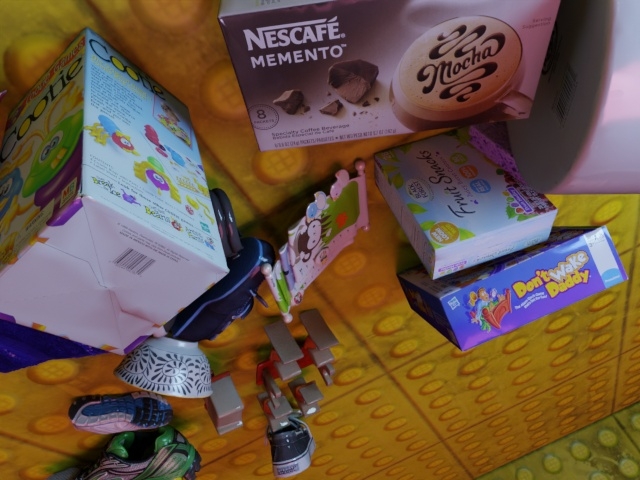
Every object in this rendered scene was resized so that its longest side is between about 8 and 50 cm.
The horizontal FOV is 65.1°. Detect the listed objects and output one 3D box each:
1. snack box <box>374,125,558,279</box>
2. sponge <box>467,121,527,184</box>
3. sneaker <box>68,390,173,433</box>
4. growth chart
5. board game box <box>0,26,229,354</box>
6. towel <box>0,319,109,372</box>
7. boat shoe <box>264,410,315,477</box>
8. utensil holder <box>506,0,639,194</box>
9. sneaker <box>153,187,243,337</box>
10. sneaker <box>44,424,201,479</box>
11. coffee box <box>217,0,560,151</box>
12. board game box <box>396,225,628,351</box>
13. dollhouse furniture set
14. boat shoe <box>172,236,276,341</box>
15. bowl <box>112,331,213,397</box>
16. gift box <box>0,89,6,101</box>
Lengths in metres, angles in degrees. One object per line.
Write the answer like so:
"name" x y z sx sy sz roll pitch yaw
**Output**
"snack box" 0.193 -0.063 0.712 0.174 0.207 0.070 -17 137 -6
"sponge" 0.330 -0.158 0.714 0.210 0.117 0.031 -25 141 -17
"sneaker" -0.391 0.346 0.988 0.190 0.071 0.083 9 136 -20
"growth chart" 0.000 0.000 0.761 0.237 0.021 0.172 -47 147 -17
"board game box" -0.211 -0.055 0.490 0.142 0.275 0.144 -38 136 16
"towel" -0.396 0.103 0.645 0.308 0.076 0.227 -18 144 28
"boat shoe" -0.079 0.460 1.177 0.113 0.105 0.306 -14 170 1
"utensil holder" 0.426 -0.209 0.523 0.385 0.328 0.328 -2 137 5
"sneaker" -0.188 0.040 0.730 0.146 0.105 0.296 -12 143 -24
"sneaker" -0.439 0.476 1.073 0.343 0.134 0.146 -20 113 1
"coffee box" 0.063 -0.205 0.511 0.297 0.119 0.168 -6 145 4
"board game box" 0.269 0.058 0.808 0.233 0.078 0.347 -23 -179 0
"dollhouse furniture set" -0.108 0.264 1.006 0.259 0.135 0.262 -16 139 -25
"boat shoe" -0.144 0.080 0.804 0.089 0.109 0.258 24 137 -32
"bowl" -0.257 0.204 0.861 0.170 0.170 0.080 21 82 -38
"gift box" -0.442 -0.051 0.422 0.258 0.276 0.255 32 120 -25
